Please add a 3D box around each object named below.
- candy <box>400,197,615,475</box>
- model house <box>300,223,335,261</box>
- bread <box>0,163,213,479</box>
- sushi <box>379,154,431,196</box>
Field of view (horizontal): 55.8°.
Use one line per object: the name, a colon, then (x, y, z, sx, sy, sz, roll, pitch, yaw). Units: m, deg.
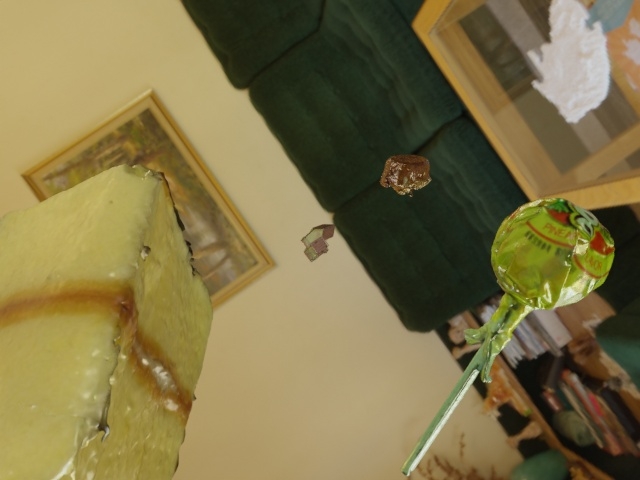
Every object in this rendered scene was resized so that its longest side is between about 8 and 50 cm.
candy: (0.128, 0.086, 0.472, 0.077, 0.262, 0.073, 40, -155, 31)
model house: (0.000, 0.000, 1.172, 0.057, 0.058, 0.083, 54, -157, 8)
bread: (-0.155, 0.107, 0.507, 0.236, 0.198, 0.263, 45, -137, -44)
sushi: (0.128, -0.096, 0.901, 0.061, 0.118, 0.060, 25, 115, 47)
